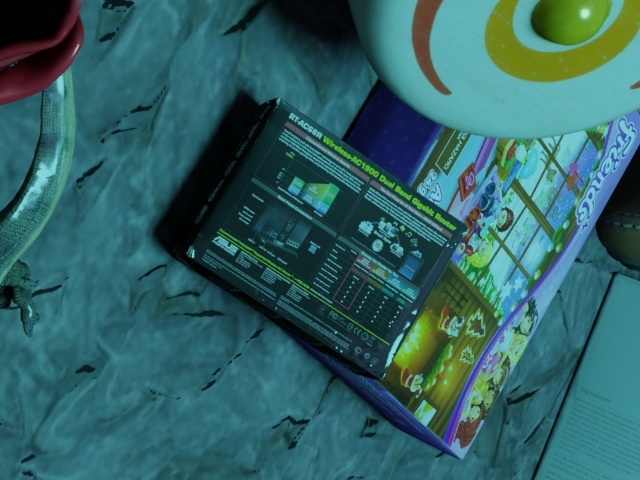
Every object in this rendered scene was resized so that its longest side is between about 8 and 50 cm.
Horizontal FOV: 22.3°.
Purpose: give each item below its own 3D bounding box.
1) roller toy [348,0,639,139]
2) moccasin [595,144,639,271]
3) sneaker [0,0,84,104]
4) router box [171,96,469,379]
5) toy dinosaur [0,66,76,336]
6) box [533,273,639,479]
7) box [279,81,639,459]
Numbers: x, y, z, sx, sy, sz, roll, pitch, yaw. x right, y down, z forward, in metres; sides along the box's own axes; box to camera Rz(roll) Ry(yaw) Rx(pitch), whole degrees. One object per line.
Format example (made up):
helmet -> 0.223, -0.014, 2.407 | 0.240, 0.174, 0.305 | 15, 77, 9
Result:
roller toy -> 0.102, -0.146, 0.766 | 0.191, 0.146, 0.209 | -3, 141, -11
moccasin -> 0.309, -0.110, 1.122 | 0.380, 0.139, 0.147 | -39, 130, -30
sneaker -> -0.102, -0.113, 0.599 | 0.221, 0.128, 0.087 | -49, 141, -23
router box -> 0.000, 0.000, 0.813 | 0.122, 0.038, 0.092 | 34, 79, -15
toy dinosaur -> -0.157, 0.044, 0.649 | 0.268, 0.064, 0.118 | -53, 162, -3
box -> 0.252, 0.126, 1.212 | 0.130, 0.091, 0.170 | 18, 94, -54
box -> 0.097, -0.038, 0.954 | 0.293, 0.057, 0.201 | -59, 144, -11
